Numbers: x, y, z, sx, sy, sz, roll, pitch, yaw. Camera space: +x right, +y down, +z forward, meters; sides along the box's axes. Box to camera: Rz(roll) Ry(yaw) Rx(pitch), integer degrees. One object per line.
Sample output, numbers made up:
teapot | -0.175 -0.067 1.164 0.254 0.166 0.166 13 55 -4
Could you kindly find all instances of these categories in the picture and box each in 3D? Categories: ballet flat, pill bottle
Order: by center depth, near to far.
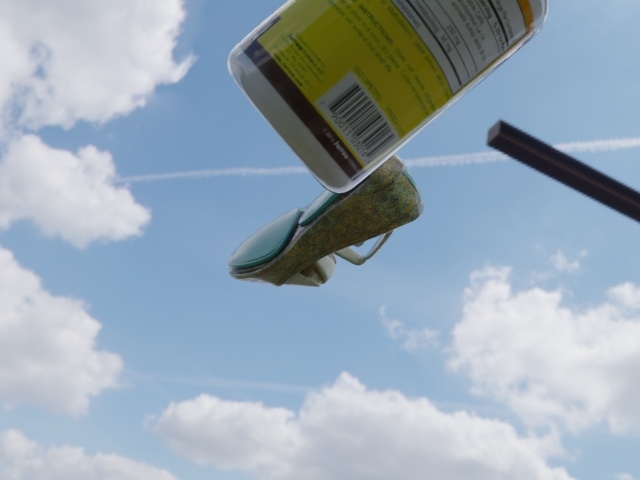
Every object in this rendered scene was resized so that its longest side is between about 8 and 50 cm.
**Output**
pill bottle | 0.055 -0.137 0.415 0.215 0.117 0.117 -39 -51 4
ballet flat | 0.000 0.000 0.882 0.123 0.123 0.348 32 -41 -24
